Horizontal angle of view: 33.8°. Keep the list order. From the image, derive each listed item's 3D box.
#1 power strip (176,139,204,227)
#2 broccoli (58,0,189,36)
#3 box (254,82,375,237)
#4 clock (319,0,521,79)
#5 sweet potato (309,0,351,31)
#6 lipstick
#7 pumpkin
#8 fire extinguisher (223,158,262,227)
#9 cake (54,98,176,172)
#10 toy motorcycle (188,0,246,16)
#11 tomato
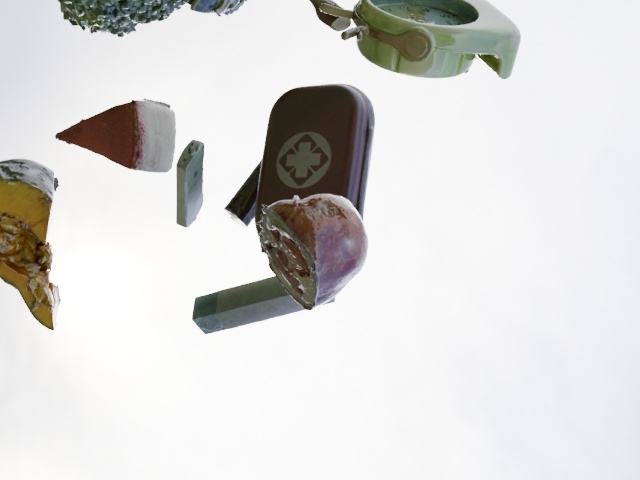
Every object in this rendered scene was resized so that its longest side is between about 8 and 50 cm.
[{"bbox_3d":[-0.256,-0.113,2.059,0.227,0.029,0.080,100,15,-51],"label":"power strip"},{"bbox_3d":[-0.283,-0.437,1.516,0.338,0.277,0.318,-100,176,-56],"label":"broccoli"},{"bbox_3d":[-0.013,-0.155,2.304,0.263,0.108,0.404,-1,-107,26],"label":"box"},{"bbox_3d":[0.157,-0.348,1.745,0.235,0.308,0.096,-119,-147,-51],"label":"clock"},{"bbox_3d":[0.009,-0.449,2.065,0.117,0.049,0.049,43,-53,30],"label":"sweet potato"},{"bbox_3d":[-0.123,0.128,2.269,0.317,0.066,0.068,-15,-135,20],"label":"lipstick"},{"bbox_3d":[-0.496,-0.010,1.824,0.190,0.280,0.139,-41,-160,5],"label":"pumpkin"},{"bbox_3d":[-0.127,-0.161,2.455,0.268,0.089,0.072,-54,-171,-11],"label":"fire extinguisher"},{"bbox_3d":[-0.468,-0.211,2.461,0.262,0.158,0.160,-17,-100,29],"label":"cake"},{"bbox_3d":[-0.256,-0.648,2.505,0.168,0.410,0.237,38,-68,14],"label":"toy motorcycle"},{"bbox_3d":[0.000,0.000,1.765,0.181,0.155,0.214,57,-20,13],"label":"tomato"}]
